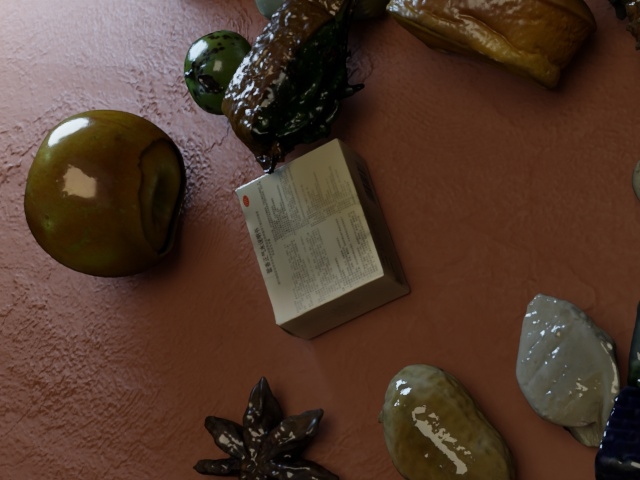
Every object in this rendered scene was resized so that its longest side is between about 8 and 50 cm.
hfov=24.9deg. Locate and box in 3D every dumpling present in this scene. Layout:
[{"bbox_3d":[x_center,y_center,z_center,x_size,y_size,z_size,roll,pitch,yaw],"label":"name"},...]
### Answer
[{"bbox_3d":[0.306,0.152,1.723,0.150,0.092,0.176,-21,58,53],"label":"dumpling"}]

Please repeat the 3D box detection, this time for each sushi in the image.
[{"bbox_3d":[-0.020,-0.221,1.952,0.140,0.149,0.287,28,79,39],"label":"sushi"}]

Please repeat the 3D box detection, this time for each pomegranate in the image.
[{"bbox_3d":[-0.121,-0.241,2.053,0.161,0.122,0.122,-16,63,-21],"label":"pomegranate"}]

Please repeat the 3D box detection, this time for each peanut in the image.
[{"bbox_3d":[0.152,0.252,1.760,0.129,0.129,0.224,-43,62,8],"label":"peanut"}]

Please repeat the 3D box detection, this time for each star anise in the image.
[{"bbox_3d":[-0.067,0.284,1.882,0.197,0.073,0.212,-40,65,12],"label":"star anise"}]

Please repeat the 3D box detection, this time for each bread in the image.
[{"bbox_3d":[0.216,-0.296,1.855,0.270,0.195,0.142,28,95,25],"label":"bread"}]

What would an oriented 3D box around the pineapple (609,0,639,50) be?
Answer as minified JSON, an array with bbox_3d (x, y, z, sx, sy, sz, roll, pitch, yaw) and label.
[{"bbox_3d":[0.389,-0.336,1.805,0.165,0.165,0.364,-45,62,7],"label":"pineapple"}]

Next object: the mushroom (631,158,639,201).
[{"bbox_3d":[0.420,-0.071,1.763,0.083,0.067,0.083,18,118,37],"label":"mushroom"}]

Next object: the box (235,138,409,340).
[{"bbox_3d":[0.000,0.000,1.922,0.168,0.095,0.212,-25,65,15],"label":"box"}]

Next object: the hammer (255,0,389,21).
[{"bbox_3d":[0.021,-0.450,2.047,0.202,0.113,0.305,4,71,23],"label":"hammer"}]

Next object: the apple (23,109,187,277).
[{"bbox_3d":[-0.291,-0.062,2.016,0.207,0.237,0.237,20,84,12],"label":"apple"}]

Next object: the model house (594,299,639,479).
[{"bbox_3d":[0.421,0.167,1.538,0.243,0.284,0.298,6,92,26],"label":"model house"}]
